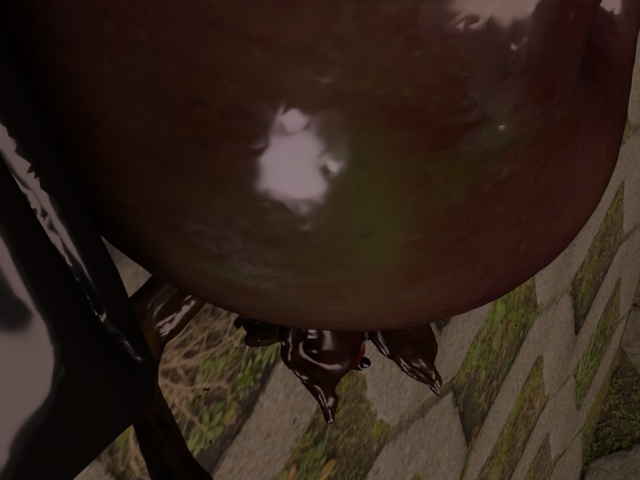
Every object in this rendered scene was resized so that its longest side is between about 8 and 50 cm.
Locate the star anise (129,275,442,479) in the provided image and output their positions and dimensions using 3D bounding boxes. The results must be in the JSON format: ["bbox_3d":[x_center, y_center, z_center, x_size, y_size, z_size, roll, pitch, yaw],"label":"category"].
[{"bbox_3d":[0.005,0.009,0.644,0.148,0.237,0.346,48,52,-29],"label":"star anise"}]

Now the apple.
[{"bbox_3d":[0.006,-0.118,0.462,0.306,0.235,0.305,15,90,-69],"label":"apple"}]

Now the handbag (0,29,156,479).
[{"bbox_3d":[-0.184,0.035,0.320,0.285,0.113,0.257,-44,141,-35],"label":"handbag"}]

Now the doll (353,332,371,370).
[{"bbox_3d":[0.033,0.029,0.908,0.169,0.057,0.109,106,2,-49],"label":"doll"}]
